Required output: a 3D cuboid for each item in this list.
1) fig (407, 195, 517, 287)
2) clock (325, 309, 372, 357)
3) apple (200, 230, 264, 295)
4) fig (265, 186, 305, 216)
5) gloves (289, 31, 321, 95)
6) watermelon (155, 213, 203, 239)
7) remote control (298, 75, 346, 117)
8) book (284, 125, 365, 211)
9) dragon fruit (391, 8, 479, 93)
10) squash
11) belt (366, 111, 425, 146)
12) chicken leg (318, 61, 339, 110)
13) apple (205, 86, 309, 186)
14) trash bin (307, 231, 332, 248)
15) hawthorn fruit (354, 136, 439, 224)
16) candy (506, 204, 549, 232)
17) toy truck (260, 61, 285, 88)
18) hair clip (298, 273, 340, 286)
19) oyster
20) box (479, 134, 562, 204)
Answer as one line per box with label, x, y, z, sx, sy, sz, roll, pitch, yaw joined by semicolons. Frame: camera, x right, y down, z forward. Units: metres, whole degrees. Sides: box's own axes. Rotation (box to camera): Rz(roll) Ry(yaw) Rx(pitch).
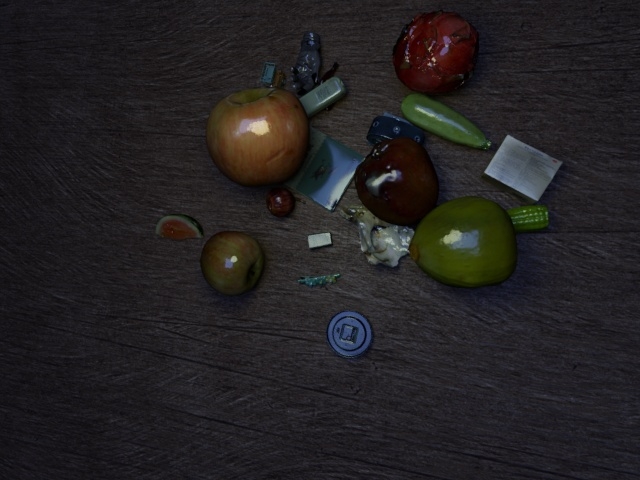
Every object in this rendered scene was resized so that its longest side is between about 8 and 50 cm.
fig;0.478;0.016;1.393;0.343;0.343;0.344;-1;85;13
clock;0.113;0.363;1.606;0.184;0.040;0.185;-1;86;12
apple;-0.355;0.084;1.628;0.233;0.257;0.257;27;92;16
fig;-0.151;-0.160;1.666;0.150;0.128;0.128;-17;82;12
gloves;-0.050;-0.724;1.694;0.142;0.119;0.286;10;73;29
watermelon;-0.626;-0.059;1.806;0.245;0.063;0.119;4;100;13
remote control;-0.041;-0.554;1.666;0.309;0.038;0.090;-28;86;17
book;-0.038;-0.319;1.700;0.379;0.031;0.264;32;94;14
dragon fruit;0.422;-0.685;1.499;0.301;0.295;0.296;14;89;26
squash;0.474;-0.446;1.552;0.370;0.118;0.118;30;92;11
belt;0.296;-0.413;1.585;0.218;0.122;0.128;24;80;12
chicken leg;0.034;-0.639;1.701;0.093;0.053;0.205;-1;93;-8
apple;-0.233;-0.380;1.549;0.391;0.391;0.347;3;123;13
trash bin;0.000;0.000;1.662;0.092;0.043;0.061;-9;83;9
hawthorn fruit;0.276;-0.200;1.483;0.308;0.308;0.325;-15;120;11
candy;0.708;-0.072;1.481;0.209;0.096;0.097;-8;84;18
toy truck;-0.214;-0.636;1.723;0.080;0.115;0.178;14;90;13
hair clip;-0.005;0.160;1.653;0.172;0.049;0.049;-6;84;11
oyster;0.223;-0.021;1.577;0.275;0.100;0.271;-4;66;-16
box;0.721;-0.255;1.488;0.212;0.095;0.168;33;95;13
